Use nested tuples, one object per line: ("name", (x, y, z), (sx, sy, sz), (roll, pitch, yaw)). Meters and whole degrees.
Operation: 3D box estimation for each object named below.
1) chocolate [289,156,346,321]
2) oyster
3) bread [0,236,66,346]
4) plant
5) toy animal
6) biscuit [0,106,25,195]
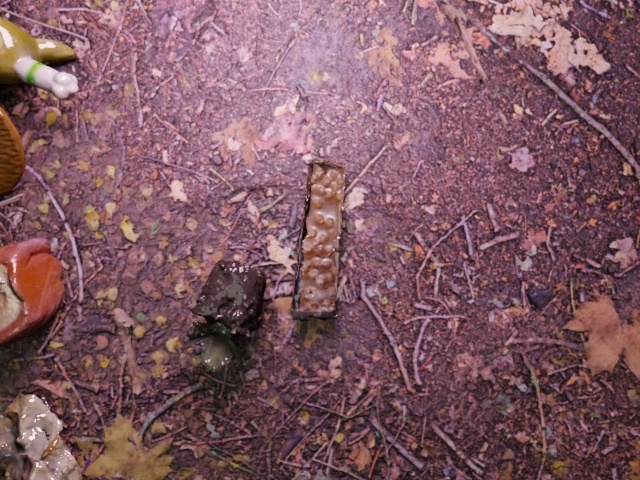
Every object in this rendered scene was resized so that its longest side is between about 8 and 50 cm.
("chocolate", (-0.005, 0.000, 0.869), (0.102, 0.065, 0.330), (6, 89, -19))
("oyster", (-0.567, 0.487, 0.830), (0.201, 0.107, 0.355), (-29, 88, 3))
("bread", (-0.646, 0.116, 0.833), (0.244, 0.123, 0.190), (-22, 90, 0))
("plant", (-0.182, 0.141, 0.827), (0.142, 0.131, 0.203), (11, 90, -3))
("toy animal", (-0.649, -0.381, 0.814), (0.362, 0.180, 0.181), (1, 56, 4))
("biscuit", (-0.711, -0.200, 0.829), (0.261, 0.037, 0.262), (1, 123, 2))
